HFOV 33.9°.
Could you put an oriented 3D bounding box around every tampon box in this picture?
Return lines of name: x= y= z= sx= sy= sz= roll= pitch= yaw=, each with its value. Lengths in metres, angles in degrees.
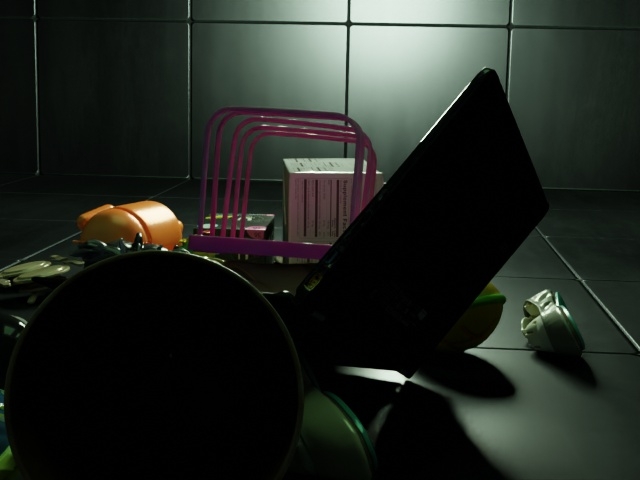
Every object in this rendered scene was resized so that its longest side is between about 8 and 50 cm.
tampon box: x=-0.143 y=0.016 z=1.767 sx=0.120 sy=0.102 sz=0.161 roll=1 pitch=9 yaw=2

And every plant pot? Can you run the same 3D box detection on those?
plant pot: x=-0.120 y=0.125 z=0.863 sx=0.215 sy=0.216 sz=0.230 roll=1 pitch=-6 yaw=0

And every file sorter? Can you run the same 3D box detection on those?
file sorter: x=-0.034 y=-0.067 z=1.366 sx=0.202 sy=0.182 sz=0.290 roll=5 pitch=-1 yaw=6

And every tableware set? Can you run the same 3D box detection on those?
tableware set: x=-0.447 y=0.062 z=1.649 sx=0.128 sy=0.039 sz=0.194 roll=-17 pitch=10 yaw=-26

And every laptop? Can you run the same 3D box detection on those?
laptop: x=0.000 y=0.000 z=1.094 sx=0.236 sy=0.408 sz=0.382 roll=40 pitch=0 yaw=25

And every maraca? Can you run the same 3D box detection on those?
maraca: x=0.161 y=0.096 z=1.341 sx=0.127 sy=0.099 sz=0.185 roll=-5 pitch=-14 yaw=-22

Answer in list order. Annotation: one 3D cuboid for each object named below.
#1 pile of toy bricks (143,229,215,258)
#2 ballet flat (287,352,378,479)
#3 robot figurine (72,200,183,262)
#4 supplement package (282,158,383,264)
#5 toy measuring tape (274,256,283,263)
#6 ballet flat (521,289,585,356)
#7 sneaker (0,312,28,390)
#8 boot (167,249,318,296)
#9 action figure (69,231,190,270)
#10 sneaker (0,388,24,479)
pile of toy bricks: x=-0.185 y=0.035 z=1.629 sx=0.212 sy=0.105 sz=0.118 roll=6 pitch=10 yaw=29
ballet flat: x=-0.017 y=0.169 z=0.951 sx=0.086 sy=0.086 sz=0.248 roll=-1 pitch=8 yaw=-13
robot figurine: x=-0.318 y=0.001 z=1.759 sx=0.128 sy=0.158 sz=0.219 roll=-26 pitch=-2 yaw=24
supplement package: x=0.014 y=-0.022 z=1.699 sx=0.145 sy=0.204 sz=0.262 roll=0 pitch=9 yaw=-4
toy measuring tape: x=0.052 y=-0.024 z=2.009 sx=0.330 sy=0.122 sz=0.121 roll=-4 pitch=11 yaw=-30
ballet flat: x=0.298 y=0.116 z=1.370 sx=0.068 sy=0.072 sz=0.213 roll=-25 pitch=4 yaw=10
sneaker: x=-0.400 y=0.107 z=0.995 sx=0.283 sy=0.107 sz=0.124 roll=-8 pitch=-28 yaw=35
boot: x=-0.103 y=0.066 z=1.485 sx=0.203 sy=0.095 sz=0.262 roll=-2 pitch=8 yaw=-30
action figure: x=-0.241 y=0.066 z=1.348 sx=0.164 sy=0.141 sz=0.275 roll=1 pitch=-7 yaw=-12
sneaker: x=-0.285 y=0.143 z=0.872 sx=0.091 sy=0.126 sz=0.240 roll=6 pitch=11 yaw=27
